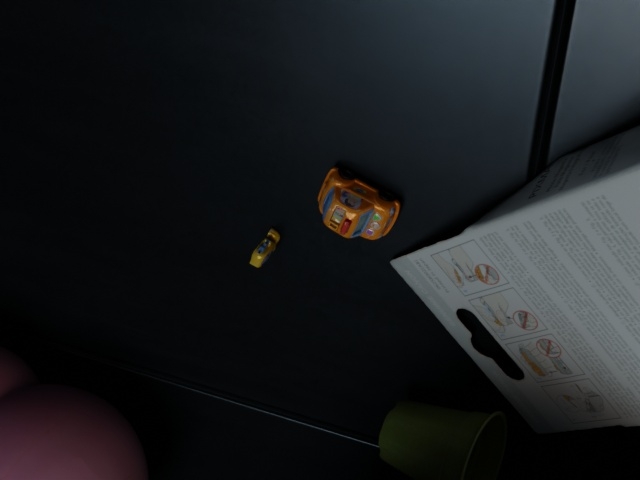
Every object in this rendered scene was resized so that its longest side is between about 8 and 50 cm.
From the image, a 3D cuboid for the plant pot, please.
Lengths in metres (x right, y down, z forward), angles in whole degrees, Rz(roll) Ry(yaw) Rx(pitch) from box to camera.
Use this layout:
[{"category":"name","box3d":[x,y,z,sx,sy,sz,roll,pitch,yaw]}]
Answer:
[{"category":"plant pot","box3d":[0.089,0.158,0.674,0.079,0.083,0.083,15,128,31]}]

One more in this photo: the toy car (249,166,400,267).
[{"category":"toy car","box3d":[0.000,0.000,0.625,0.060,0.040,0.122,42,129,-6]}]

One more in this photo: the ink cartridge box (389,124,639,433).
[{"category":"ink cartridge box","box3d":[0.183,0.038,0.571,0.189,0.066,0.232,49,150,-12]}]

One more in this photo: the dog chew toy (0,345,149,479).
[{"category":"dog chew toy","box3d":[-0.326,0.190,0.823,0.332,0.206,0.206,32,131,13]}]
